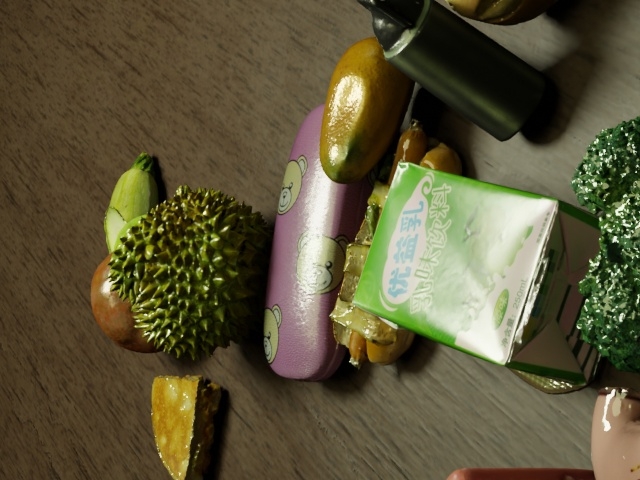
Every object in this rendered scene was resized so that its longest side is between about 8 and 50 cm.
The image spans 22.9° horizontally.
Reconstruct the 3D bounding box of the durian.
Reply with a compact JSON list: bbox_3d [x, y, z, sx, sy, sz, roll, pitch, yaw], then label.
[{"bbox_3d":[-0.139,0.040,1.850,0.200,0.237,0.176,-44,81,-4],"label":"durian"}]

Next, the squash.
[{"bbox_3d":[-0.260,-0.037,2.175,0.090,0.075,0.200,111,159,-67],"label":"squash"}]

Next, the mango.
[{"bbox_3d":[0.047,-0.135,1.667,0.115,0.089,0.165,133,154,-86],"label":"mango"}]

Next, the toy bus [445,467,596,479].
[{"bbox_3d":[0.116,0.396,1.322,0.427,0.233,0.203,-60,38,26],"label":"toy bus"}]

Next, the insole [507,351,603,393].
[{"bbox_3d":[0.186,0.086,1.517,0.253,0.005,0.086,24,100,57],"label":"insole"}]

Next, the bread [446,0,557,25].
[{"bbox_3d":[0.204,-0.302,1.483,0.236,0.140,0.106,-56,42,36],"label":"bread"}]

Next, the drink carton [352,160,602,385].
[{"bbox_3d":[0.158,0.032,1.474,0.271,0.108,0.161,20,92,58],"label":"drink carton"}]

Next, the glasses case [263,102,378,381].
[{"bbox_3d":[0.000,0.000,1.761,0.123,0.076,0.316,1,80,53],"label":"glasses case"}]

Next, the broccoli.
[{"bbox_3d":[0.306,-0.014,1.192,0.269,0.254,0.269,-163,90,-86],"label":"broccoli"}]

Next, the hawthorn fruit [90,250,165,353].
[{"bbox_3d":[-0.237,0.085,2.045,0.189,0.149,0.149,-47,44,45],"label":"hawthorn fruit"}]

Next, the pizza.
[{"bbox_3d":[-0.162,0.225,1.971,0.134,0.046,0.175,-48,44,40],"label":"pizza"}]

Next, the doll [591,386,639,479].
[{"bbox_3d":[0.267,0.248,1.119,0.216,0.284,0.268,153,131,-76],"label":"doll"}]

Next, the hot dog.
[{"bbox_3d":[0.077,0.006,1.650,0.109,0.072,0.269,25,103,54],"label":"hot dog"}]

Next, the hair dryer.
[{"bbox_3d":[0.105,-0.197,1.596,0.078,0.196,0.248,-55,15,5],"label":"hair dryer"}]
